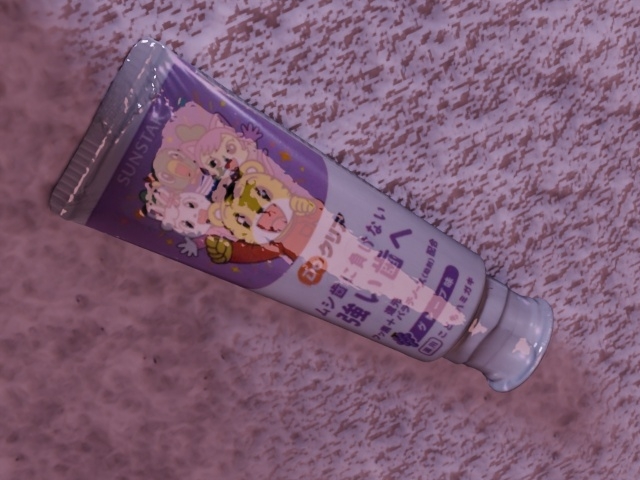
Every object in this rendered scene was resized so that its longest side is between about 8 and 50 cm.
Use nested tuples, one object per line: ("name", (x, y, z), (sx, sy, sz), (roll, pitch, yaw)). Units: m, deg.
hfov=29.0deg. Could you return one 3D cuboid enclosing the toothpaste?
("toothpaste", (0.000, 0.000, 0.728), (0.299, 0.073, 0.114), (27, 102, -18))
